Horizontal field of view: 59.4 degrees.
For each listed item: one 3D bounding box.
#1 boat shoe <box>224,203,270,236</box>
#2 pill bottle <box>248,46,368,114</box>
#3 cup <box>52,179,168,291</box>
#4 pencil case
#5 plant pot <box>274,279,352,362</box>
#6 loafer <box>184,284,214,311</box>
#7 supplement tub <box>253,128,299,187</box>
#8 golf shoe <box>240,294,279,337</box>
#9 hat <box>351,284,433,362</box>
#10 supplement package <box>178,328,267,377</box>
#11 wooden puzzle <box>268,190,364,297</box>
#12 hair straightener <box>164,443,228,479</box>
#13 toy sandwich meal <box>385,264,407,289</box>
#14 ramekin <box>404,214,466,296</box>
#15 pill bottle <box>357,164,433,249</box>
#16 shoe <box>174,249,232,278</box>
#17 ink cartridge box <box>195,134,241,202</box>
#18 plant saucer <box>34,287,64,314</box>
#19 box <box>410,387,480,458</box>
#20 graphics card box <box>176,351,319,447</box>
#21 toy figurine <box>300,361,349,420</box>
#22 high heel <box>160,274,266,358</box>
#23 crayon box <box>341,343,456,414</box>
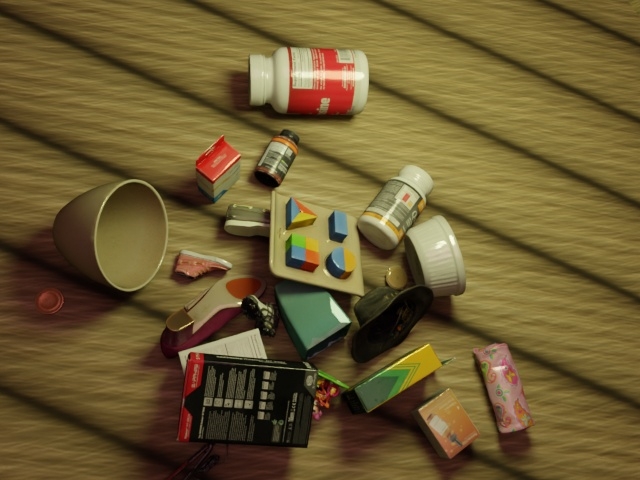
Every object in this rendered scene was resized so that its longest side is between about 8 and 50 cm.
[{"bbox_3d":[-0.164,-0.061,1.870,0.304,0.109,0.091,7,65,-10],"label":"boat shoe"},{"bbox_3d":[-0.049,-0.564,1.990,0.407,0.229,0.229,-1,72,-9],"label":"pill bottle"},{"bbox_3d":[-0.656,-0.021,1.696,0.236,0.331,0.331,4,69,20],"label":"cup"},{"bbox_3d":[0.591,0.475,1.817,0.124,0.124,0.284,-12,73,-13],"label":"pencil case"},{"bbox_3d":[-0.042,0.227,1.771,0.165,0.166,0.234,-30,71,-17],"label":"plant pot"},{"bbox_3d":[-0.382,0.181,1.791,0.039,0.045,0.125,38,72,23],"label":"loafer"},{"bbox_3d":[-0.145,-0.289,1.951,0.106,0.106,0.198,27,69,0],"label":"supplement tub"},{"bbox_3d":[-0.183,0.215,1.750,0.077,0.198,0.094,10,53,26],"label":"golf shoe"},{"bbox_3d":[0.194,0.225,1.758,0.331,0.331,0.134,-33,57,-17],"label":"hat"},{"bbox_3d":[-0.287,0.373,1.693,0.243,0.134,0.139,-15,75,-13],"label":"supplement package"},{"bbox_3d":[0.000,0.000,1.788,0.347,0.080,0.322,18,48,-25],"label":"wooden puzzle"},{"bbox_3d":[-0.353,0.667,1.641,0.230,0.047,0.089,-39,82,-23],"label":"hair straightener"},{"bbox_3d":[0.258,0.128,1.921,0.085,0.029,0.086,3,76,-11],"label":"toy sandwich meal"},{"bbox_3d":[0.368,0.063,1.842,0.127,0.273,0.273,-16,75,-3],"label":"ramekin"},{"bbox_3d":[0.263,-0.117,1.930,0.162,0.162,0.278,37,71,4],"label":"pill bottle"},{"bbox_3d":[-0.379,0.091,1.813,0.177,0.063,0.081,14,72,1],"label":"shoe"},{"bbox_3d":[-0.332,-0.231,1.833,0.078,0.231,0.134,40,71,5],"label":"ink cartridge box"},{"bbox_3d":[-0.836,0.186,1.730,0.083,0.013,0.084,3,71,-8],"label":"plant saucer"},{"bbox_3d":[0.390,0.573,1.762,0.130,0.091,0.171,-31,79,-17],"label":"box"},{"bbox_3d":[-0.203,0.450,1.583,0.370,0.094,0.233,7,91,-13],"label":"graphics card box"},{"bbox_3d":[-0.020,0.482,1.713,0.173,0.130,0.159,22,81,23],"label":"toy figurine"},{"bbox_3d":[-0.337,0.235,1.777,0.377,0.181,0.127,-22,61,-35],"label":"high heel"},{"bbox_3d":[0.235,0.417,1.729,0.322,0.203,0.083,-26,77,-17],"label":"crayon box"}]
